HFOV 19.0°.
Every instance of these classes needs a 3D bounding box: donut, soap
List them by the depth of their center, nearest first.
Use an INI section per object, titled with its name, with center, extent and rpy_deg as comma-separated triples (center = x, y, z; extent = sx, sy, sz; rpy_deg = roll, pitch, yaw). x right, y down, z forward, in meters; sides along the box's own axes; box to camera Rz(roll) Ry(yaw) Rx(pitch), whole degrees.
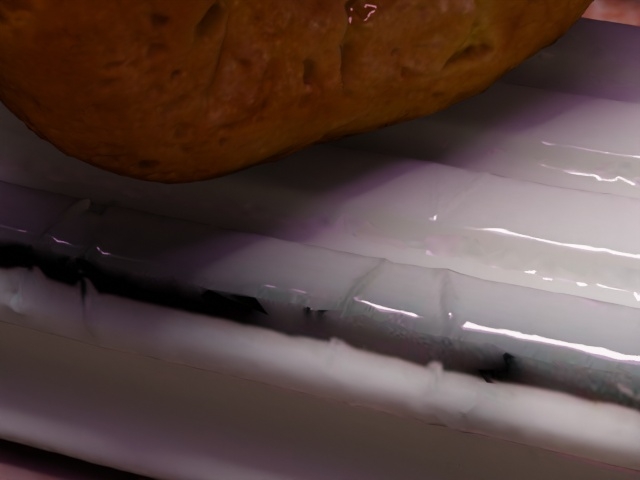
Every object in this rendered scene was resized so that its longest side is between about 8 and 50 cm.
[donut]
center = -0.004, -0.116, 0.443
extent = 0.227, 0.226, 0.114
rpy_deg = -25, 55, -20
[soap]
center = 0.000, 0.000, 0.538
extent = 0.261, 0.094, 0.150
rpy_deg = 12, 43, 15
